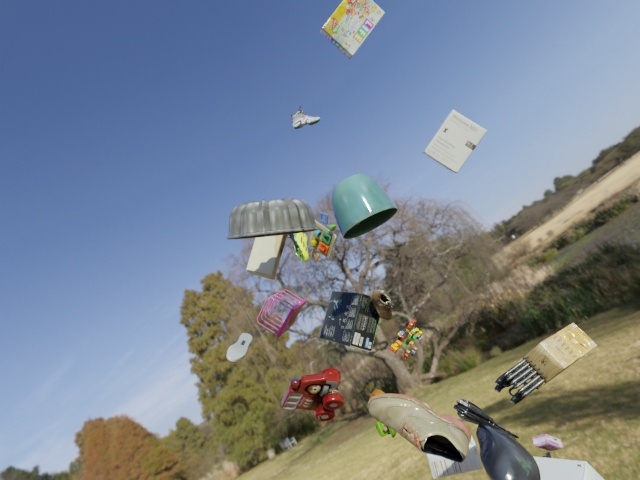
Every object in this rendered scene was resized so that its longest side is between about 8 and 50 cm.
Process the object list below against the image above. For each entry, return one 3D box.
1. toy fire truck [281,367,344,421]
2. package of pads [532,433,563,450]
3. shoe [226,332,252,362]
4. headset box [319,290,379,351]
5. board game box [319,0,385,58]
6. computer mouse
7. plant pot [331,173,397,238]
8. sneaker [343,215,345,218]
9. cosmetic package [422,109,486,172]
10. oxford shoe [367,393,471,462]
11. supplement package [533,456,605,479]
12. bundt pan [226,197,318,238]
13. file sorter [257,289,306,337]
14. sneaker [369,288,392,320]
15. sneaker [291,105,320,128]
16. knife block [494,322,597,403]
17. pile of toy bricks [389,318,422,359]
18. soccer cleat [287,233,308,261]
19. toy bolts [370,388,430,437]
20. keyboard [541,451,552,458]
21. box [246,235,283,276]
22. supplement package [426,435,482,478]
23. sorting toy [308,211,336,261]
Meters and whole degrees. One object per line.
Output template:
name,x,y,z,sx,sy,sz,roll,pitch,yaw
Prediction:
toy fire truck,-0.036,0.732,1.940,0.254,0.169,0.302,10,-50,-15
package of pads,0.711,0.634,1.268,0.083,0.032,0.050,26,-46,-23
shoe,-0.307,0.419,1.502,0.178,0.063,0.081,-59,-8,-73
headset box,0.138,0.381,1.949,0.131,0.246,0.283,23,-16,-28
board game box,0.084,-0.568,1.052,0.154,0.103,0.026,-55,14,-8
computer mouse,0.411,0.461,0.906,0.072,0.188,0.272,-57,-4,11
plant pot,0.190,-0.179,1.963,0.293,0.235,0.293,-24,-15,-7
sneaker,0.148,-0.101,1.881,0.032,0.083,0.037,-69,-13,18
cosmetic package,0.507,-0.376,1.553,0.183,0.151,0.151,-58,-3,15
oxford shoe,0.313,0.610,1.329,0.130,0.348,0.123,-28,-53,-64
supplement package,0.606,0.666,0.956,0.194,0.203,0.149,-49,6,-34
bundt pan,-0.176,-0.079,1.455,0.331,0.124,0.331,-5,0,0
file sorter,-0.245,0.442,2.544,0.202,0.182,0.291,-61,-10,9
sneaker,0.286,0.290,1.794,0.071,0.188,0.066,-10,38,39
sneaker,-0.053,-0.422,1.365,0.098,0.069,0.038,-13,2,8
knife block,0.661,0.384,1.222,0.276,0.088,0.242,-14,-38,-31
pile of toy bricks,0.433,0.464,1.945,0.212,0.118,0.105,-32,-36,-39
soccer cleat,-0.117,0.006,2.467,0.121,0.289,0.093,-7,-39,-28
toy bolts,0.345,0.713,1.710,0.158,0.218,0.228,-15,-7,-37
keyboard,0.764,0.780,1.363,0.038,0.100,0.192,-22,-9,26
box,-0.233,0.013,1.864,0.148,0.121,0.311,89,-166,-79
supplement package,0.657,1.069,2.031,0.244,0.134,0.139,-16,9,7
sorting toy,0.000,0.000,2.415,0.047,0.196,0.347,-22,-40,-40
